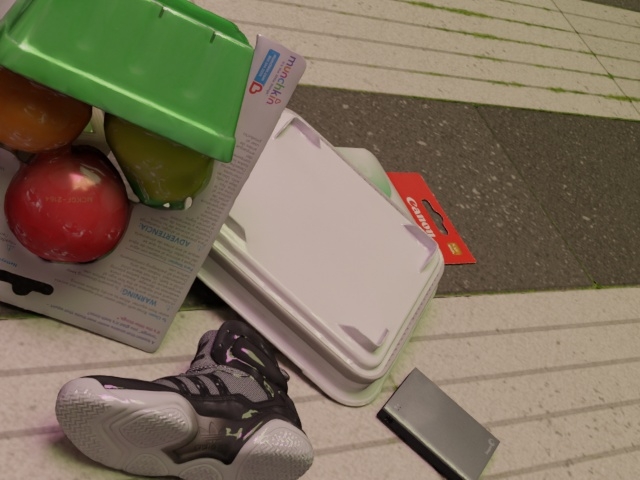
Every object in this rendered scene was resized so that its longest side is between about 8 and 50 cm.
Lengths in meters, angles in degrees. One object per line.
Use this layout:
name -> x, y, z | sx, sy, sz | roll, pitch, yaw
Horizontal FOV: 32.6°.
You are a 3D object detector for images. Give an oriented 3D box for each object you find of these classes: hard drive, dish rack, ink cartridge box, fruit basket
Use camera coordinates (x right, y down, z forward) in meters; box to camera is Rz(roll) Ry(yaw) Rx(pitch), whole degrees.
hard drive -> 0.139, 0.220, 1.279 | 0.135, 0.022, 0.094 | 41, 37, 6
dish rack -> 0.000, 0.000, 1.296 | 0.333, 0.072, 0.285 | 42, 47, -7
ink cartridge box -> 0.110, -0.046, 1.517 | 0.225, 0.056, 0.181 | -3, 52, -38
fruit basket -> -0.231, -0.090, 1.055 | 0.327, 0.353, 0.165 | 22, 23, -22

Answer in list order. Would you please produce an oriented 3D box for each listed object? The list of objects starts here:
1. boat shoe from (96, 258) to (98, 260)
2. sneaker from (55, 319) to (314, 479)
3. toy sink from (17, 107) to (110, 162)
boat shoe -> -0.227, 0.010, 1.191 | 0.040, 0.049, 0.142 | 3, 51, -36
sneaker -> -0.134, 0.150, 1.078 | 0.269, 0.101, 0.153 | 21, 39, -30
toy sink -> -0.362, -0.128, 1.160 | 0.234, 0.131, 0.152 | 4, 47, -35
